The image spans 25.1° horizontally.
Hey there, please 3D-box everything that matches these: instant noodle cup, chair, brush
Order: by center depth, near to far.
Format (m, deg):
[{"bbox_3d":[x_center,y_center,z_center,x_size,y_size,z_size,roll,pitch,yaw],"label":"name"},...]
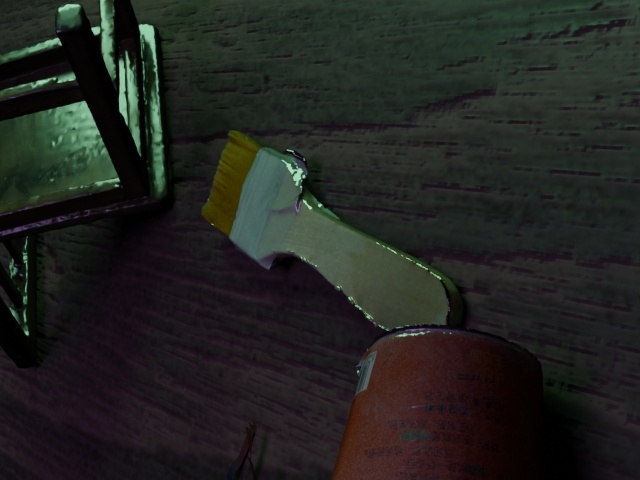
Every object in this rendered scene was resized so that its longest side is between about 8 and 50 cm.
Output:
[{"bbox_3d":[0.055,0.118,0.671,0.127,0.127,0.135,-31,44,53],"label":"instant noodle cup"},{"bbox_3d":[0.000,0.000,0.913,0.336,0.020,0.085,36,108,59],"label":"brush"},{"bbox_3d":[-0.233,-0.084,1.227,0.241,0.416,0.203,-15,54,8],"label":"chair"}]

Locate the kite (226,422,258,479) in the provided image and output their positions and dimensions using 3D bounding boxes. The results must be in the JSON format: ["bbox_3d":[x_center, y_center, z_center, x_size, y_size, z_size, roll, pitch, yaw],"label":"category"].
[{"bbox_3d":[-0.081,0.231,0.938,0.127,0.016,0.229,-123,54,-74],"label":"kite"}]
